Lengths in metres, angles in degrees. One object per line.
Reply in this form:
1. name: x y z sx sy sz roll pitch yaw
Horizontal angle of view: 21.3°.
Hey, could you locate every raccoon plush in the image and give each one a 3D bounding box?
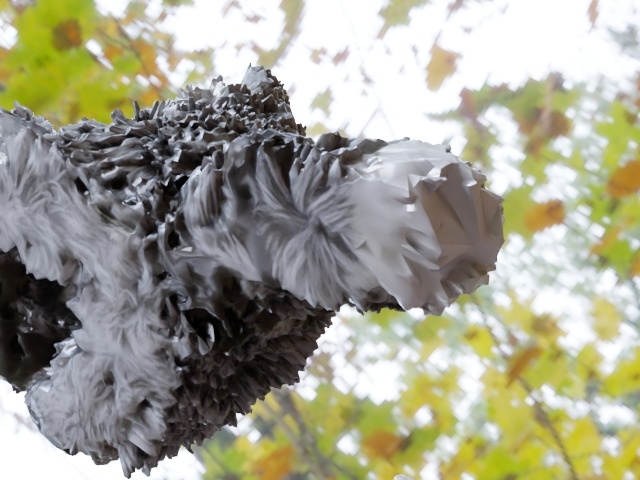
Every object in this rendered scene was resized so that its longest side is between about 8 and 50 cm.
1. raccoon plush: 0.000 0.000 1.007 0.299 0.446 0.216 -25 -67 -43

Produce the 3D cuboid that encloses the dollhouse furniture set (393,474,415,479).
1. dollhouse furniture set: 0.090 0.343 1.229 0.198 0.303 0.286 -2 -72 -50
